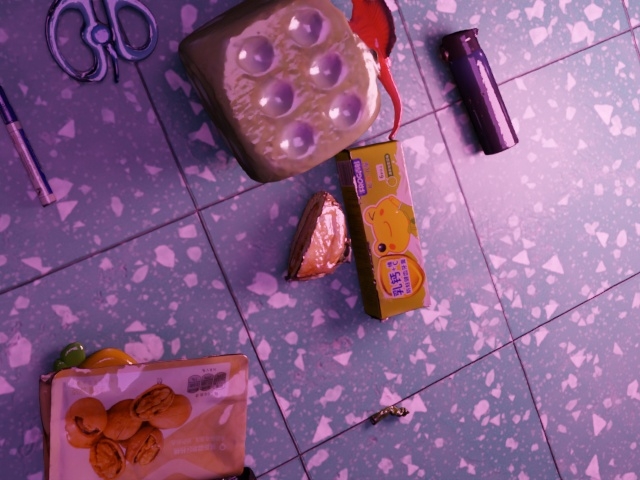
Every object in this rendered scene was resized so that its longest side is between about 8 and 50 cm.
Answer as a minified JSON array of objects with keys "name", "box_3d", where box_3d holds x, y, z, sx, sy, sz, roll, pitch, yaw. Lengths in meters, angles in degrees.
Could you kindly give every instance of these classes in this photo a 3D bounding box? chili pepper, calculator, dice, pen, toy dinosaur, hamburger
[{"name":"chili pepper","box_3d":[0.136,0.337,1.464,0.083,0.022,0.027,-10,64,-17]},{"name":"calculator","box_3d":[-0.356,0.269,1.283,0.146,0.032,0.235,-47,108,-11]},{"name":"dice","box_3d":[-0.066,-0.261,1.213,0.254,0.250,0.252,-34,115,-8]},{"name":"pen","box_3d":[-0.479,-0.152,1.217,0.025,0.025,0.204,-24,101,-16]},{"name":"toy dinosaur","box_3d":[0.112,-0.332,1.326,0.070,0.139,0.286,-18,84,-29]},{"name":"hamburger","box_3d":[0.003,0.007,1.366,0.102,0.087,0.176,24,79,-30]}]

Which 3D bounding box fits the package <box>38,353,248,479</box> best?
[{"name":"package","box_3d":[-0.288,0.275,1.218,0.311,0.165,0.221,-1,100,-26]}]

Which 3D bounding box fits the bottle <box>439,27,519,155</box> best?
[{"name":"bottle","box_3d":[0.303,-0.286,1.451,0.082,0.072,0.244,-22,102,6]}]

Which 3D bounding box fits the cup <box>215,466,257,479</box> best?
[{"name":"cup","box_3d":[-0.207,0.454,1.273,0.223,0.176,0.169,-25,98,-15]}]

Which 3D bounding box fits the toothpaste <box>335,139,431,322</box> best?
[{"name":"toothpaste","box_3d":[0.116,-0.022,1.402,0.110,0.077,0.328,-14,98,-19]}]

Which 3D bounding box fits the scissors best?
[{"name":"scissors","box_3d":[-0.387,-0.450,1.223,0.180,0.032,0.393,-17,100,-17]}]
